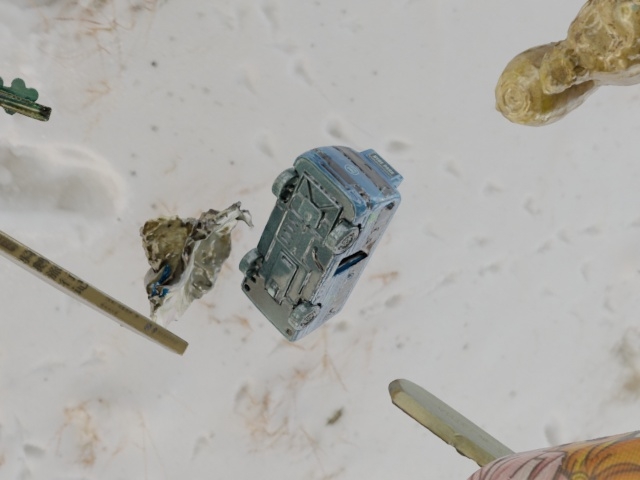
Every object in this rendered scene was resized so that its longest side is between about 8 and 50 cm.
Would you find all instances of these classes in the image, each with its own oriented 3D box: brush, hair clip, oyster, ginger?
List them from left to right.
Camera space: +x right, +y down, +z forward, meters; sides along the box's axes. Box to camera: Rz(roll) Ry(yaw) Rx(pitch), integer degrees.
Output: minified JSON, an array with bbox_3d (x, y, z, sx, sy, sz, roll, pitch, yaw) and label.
[{"bbox_3d":[-0.390,-0.178,1.085,0.173,0.049,0.049,17,100,-23],"label":"hair clip"},{"bbox_3d":[-0.184,0.031,1.294,0.223,0.083,0.214,-61,165,26],"label":"oyster"},{"bbox_3d":[0.190,0.199,0.696,0.020,0.336,0.085,-60,168,12],"label":"brush"},{"bbox_3d":[0.190,-0.112,0.463,0.193,0.052,0.176,-39,156,30],"label":"ginger"}]

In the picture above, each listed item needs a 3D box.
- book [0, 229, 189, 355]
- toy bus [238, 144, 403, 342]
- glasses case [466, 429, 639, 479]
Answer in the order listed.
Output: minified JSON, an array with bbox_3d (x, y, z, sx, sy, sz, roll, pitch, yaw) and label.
[{"bbox_3d":[-0.317,0.037,1.113,0.310,0.217,0.021,36,77,-28],"label":"book"},{"bbox_3d":[0.000,0.000,1.164,0.134,0.113,0.246,-24,150,-42],"label":"toy bus"},{"bbox_3d":[0.194,0.125,0.370,0.082,0.321,0.122,8,67,-54],"label":"glasses case"}]
